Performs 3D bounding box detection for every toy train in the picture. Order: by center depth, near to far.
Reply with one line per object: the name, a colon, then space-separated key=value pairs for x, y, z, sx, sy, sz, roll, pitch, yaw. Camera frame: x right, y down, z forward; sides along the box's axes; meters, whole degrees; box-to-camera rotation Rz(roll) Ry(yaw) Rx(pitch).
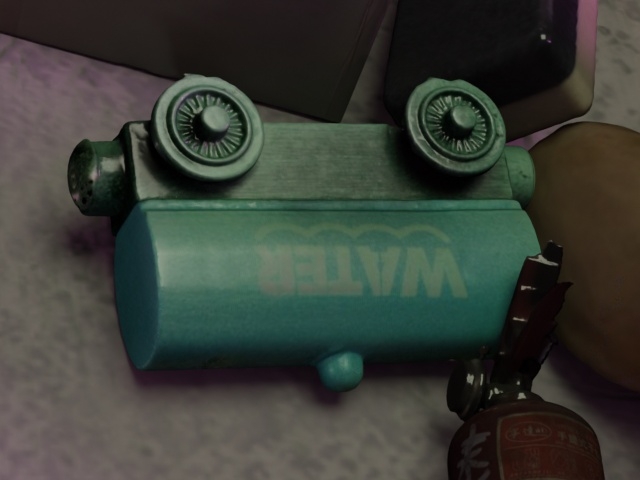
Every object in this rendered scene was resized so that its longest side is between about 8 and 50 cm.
toy train: x=0.000 y=0.000 z=0.996 sx=0.248 sy=0.101 sz=0.159 roll=0 pitch=65 yaw=-22

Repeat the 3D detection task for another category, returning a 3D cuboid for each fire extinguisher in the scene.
fire extinguisher: x=0.108 y=0.118 z=0.915 sx=0.075 sy=0.106 sz=0.252 roll=29 pitch=40 yaw=-29

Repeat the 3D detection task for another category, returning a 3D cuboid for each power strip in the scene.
power strip: x=0.106 y=-0.156 z=1.155 sx=0.070 sy=0.105 sz=0.256 roll=51 pitch=33 yaw=-34

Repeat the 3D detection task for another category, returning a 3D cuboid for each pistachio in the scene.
pistachio: x=0.169 y=0.007 z=1.047 sx=0.126 sy=0.108 sz=0.185 roll=-28 pitch=49 yaw=0

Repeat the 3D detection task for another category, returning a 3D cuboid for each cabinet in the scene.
cabinet: x=-0.062 y=-0.188 z=1.093 sx=0.206 sy=0.150 sz=0.145 roll=15 pitch=46 yaw=-9
